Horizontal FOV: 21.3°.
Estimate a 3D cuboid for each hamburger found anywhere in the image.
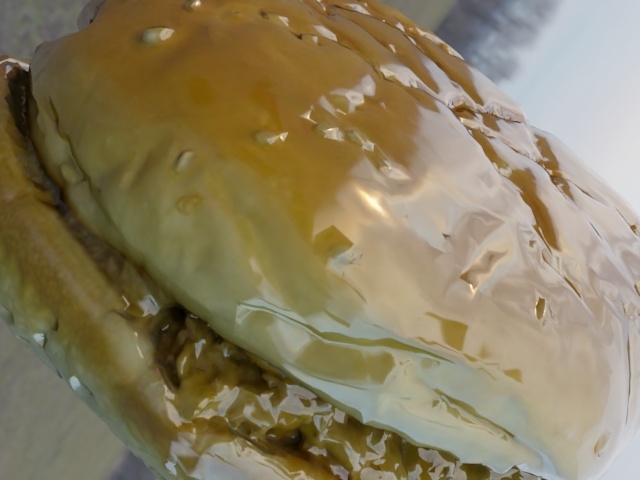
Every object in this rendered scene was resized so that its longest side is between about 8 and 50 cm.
[{"bbox_3d":[0.000,0.000,0.669,0.158,0.318,0.318,-53,180,18],"label":"hamburger"}]
